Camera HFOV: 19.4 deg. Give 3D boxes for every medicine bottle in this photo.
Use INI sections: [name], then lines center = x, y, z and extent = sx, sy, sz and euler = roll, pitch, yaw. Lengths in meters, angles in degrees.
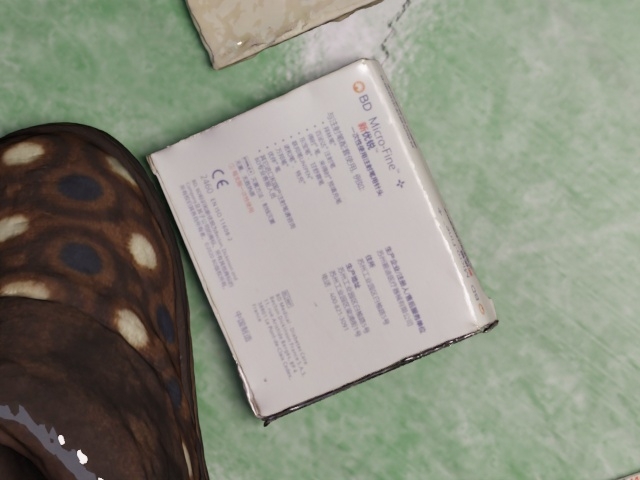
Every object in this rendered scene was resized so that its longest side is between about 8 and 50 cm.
[medicine bottle]
center = 0.000, 0.000, 1.243
extent = 0.171, 0.052, 0.201
euler = -25, 88, 9

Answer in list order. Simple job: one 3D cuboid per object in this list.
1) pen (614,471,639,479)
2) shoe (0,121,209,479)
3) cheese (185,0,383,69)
[pen]
center = 0.206, 0.166, 1.229
extent = 0.239, 0.028, 0.028
euler = -20, 89, 9
[shoe]
center = -0.174, 0.099, 1.166
extent = 0.171, 0.237, 0.384
euler = -14, 79, 13
[cheese]
center = 0.096, -0.220, 1.227
extent = 0.400, 0.034, 0.085
euler = -20, 89, 9
